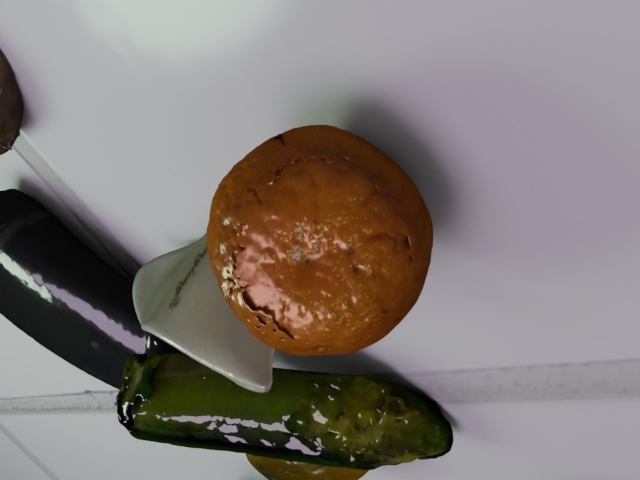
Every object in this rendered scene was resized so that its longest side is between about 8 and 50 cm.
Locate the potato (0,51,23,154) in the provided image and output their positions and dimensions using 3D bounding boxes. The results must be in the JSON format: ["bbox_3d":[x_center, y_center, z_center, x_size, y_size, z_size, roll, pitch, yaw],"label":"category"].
[{"bbox_3d":[-0.379,-0.141,1.080,0.089,0.100,0.172,28,143,6],"label":"potato"}]

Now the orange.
[{"bbox_3d":[0.000,0.000,0.815,0.193,0.193,0.161,44,-178,-9],"label":"orange"}]

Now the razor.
[{"bbox_3d":[-0.314,0.081,1.264,0.349,0.113,0.204,34,143,6],"label":"razor"}]

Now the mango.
[{"bbox_3d":[-0.013,0.251,1.202,0.195,0.098,0.137,-17,115,45],"label":"mango"}]

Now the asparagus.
[{"bbox_3d":[-0.046,0.193,1.099,0.382,0.108,0.128,3,142,22],"label":"asparagus"}]

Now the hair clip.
[{"bbox_3d":[-0.105,0.054,1.012,0.113,0.172,0.282,40,159,-18],"label":"hair clip"}]
